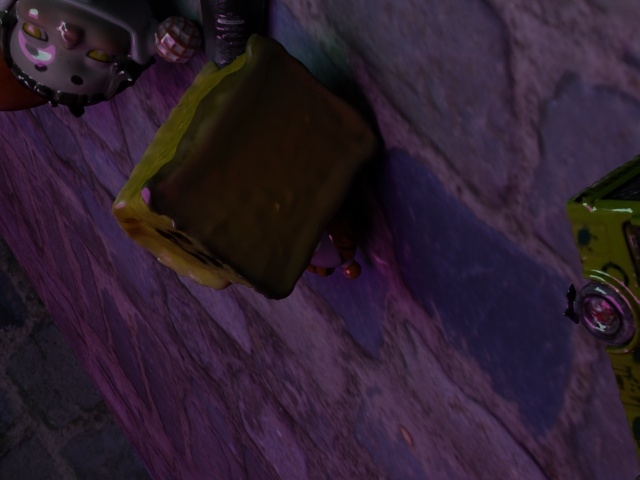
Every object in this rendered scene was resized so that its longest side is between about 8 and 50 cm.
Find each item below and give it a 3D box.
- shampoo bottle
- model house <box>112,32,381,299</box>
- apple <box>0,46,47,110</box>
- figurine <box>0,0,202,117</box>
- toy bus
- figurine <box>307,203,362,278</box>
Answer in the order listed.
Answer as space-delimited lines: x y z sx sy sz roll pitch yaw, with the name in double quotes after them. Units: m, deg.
-0.085 -0.250 0.815 0.063 0.057 0.207 42 145 34 "shampoo bottle"
-0.098 -0.068 0.800 0.175 0.193 0.234 39 163 -30 "model house"
-0.430 -0.301 1.144 0.260 0.216 0.260 171 90 -73 "apple"
-0.260 -0.297 0.932 0.167 0.281 0.370 -88 22 -45 "figurine"
0.255 0.094 0.491 0.139 0.113 0.301 4 119 57 "toy bus"
-0.003 -0.004 0.875 0.101 0.068 0.143 66 164 -14 "figurine"
